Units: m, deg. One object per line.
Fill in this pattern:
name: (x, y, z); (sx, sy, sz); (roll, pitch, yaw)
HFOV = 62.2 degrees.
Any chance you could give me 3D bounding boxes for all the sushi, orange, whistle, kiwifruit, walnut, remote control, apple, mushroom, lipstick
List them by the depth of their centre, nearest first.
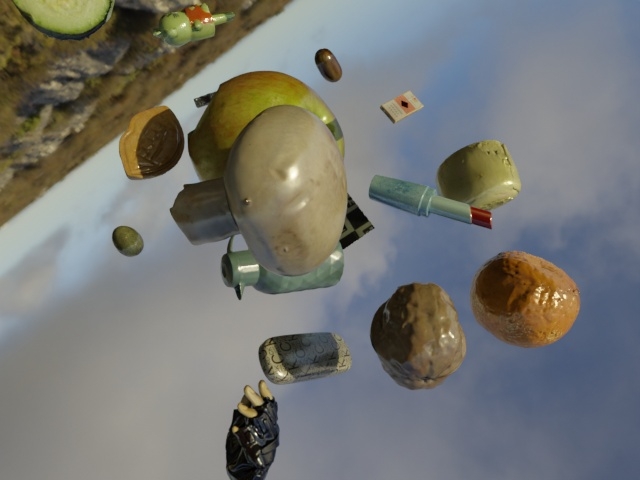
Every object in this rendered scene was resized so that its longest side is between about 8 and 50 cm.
mushroom: (-0.104, -0.085, 0.920); (0.290, 0.292, 0.292); (-2, -145, 19)
lipstick: (0.239, -0.080, 1.144); (0.274, 0.061, 0.068); (19, -113, 23)
apple: (-0.117, -0.215, 1.201); (0.339, 0.339, 0.339); (-32, -158, 15)
walnut: (0.249, 0.240, 1.360); (0.227, 0.273, 0.273); (-17, -153, 15)
whistle: (-0.410, -0.703, 1.720); (0.288, 0.106, 0.131); (-30, -145, -27)
kiwifruit: (0.026, -0.569, 1.730); (0.075, 0.124, 0.075); (-16, -126, 23)
orange: (0.660, 0.201, 1.746); (0.340, 0.340, 0.293); (-99, -153, -66)
sushi: (0.000, 0.000, 1.945); (0.373, 0.100, 0.296); (-36, -133, 4)
remote control: (-0.427, -0.529, 1.991); (0.096, 0.039, 0.014); (-24, -170, -17)

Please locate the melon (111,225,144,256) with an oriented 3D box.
melon: (-0.698, 0.002, 1.918); (0.098, 0.130, 0.098); (-44, 161, -19)

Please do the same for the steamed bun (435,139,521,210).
steamed bun: (0.481, -0.195, 1.700); (0.273, 0.232, 0.166); (-25, 160, 38)

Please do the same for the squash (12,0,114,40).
squash: (-0.517, -0.533, 1.093); (0.220, 0.220, 0.133); (-30, -158, 19)

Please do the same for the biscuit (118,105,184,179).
biscuit: (-0.399, -0.232, 1.268); (0.029, 0.142, 0.221); (-37, -151, 57)

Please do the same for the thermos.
thermos: (-0.097, 0.041, 1.261); (0.286, 0.182, 0.145); (-3, 161, -32)

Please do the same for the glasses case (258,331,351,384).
glasses case: (-0.038, 0.349, 1.594); (0.085, 0.354, 0.137); (-40, -120, 32)

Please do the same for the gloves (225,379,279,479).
gloves: (-0.139, 0.397, 1.114); (0.164, 0.124, 0.203); (26, -85, 61)

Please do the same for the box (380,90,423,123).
box: (0.164, -0.269, 1.069); (0.083, 0.046, 0.012); (-32, 166, -27)
